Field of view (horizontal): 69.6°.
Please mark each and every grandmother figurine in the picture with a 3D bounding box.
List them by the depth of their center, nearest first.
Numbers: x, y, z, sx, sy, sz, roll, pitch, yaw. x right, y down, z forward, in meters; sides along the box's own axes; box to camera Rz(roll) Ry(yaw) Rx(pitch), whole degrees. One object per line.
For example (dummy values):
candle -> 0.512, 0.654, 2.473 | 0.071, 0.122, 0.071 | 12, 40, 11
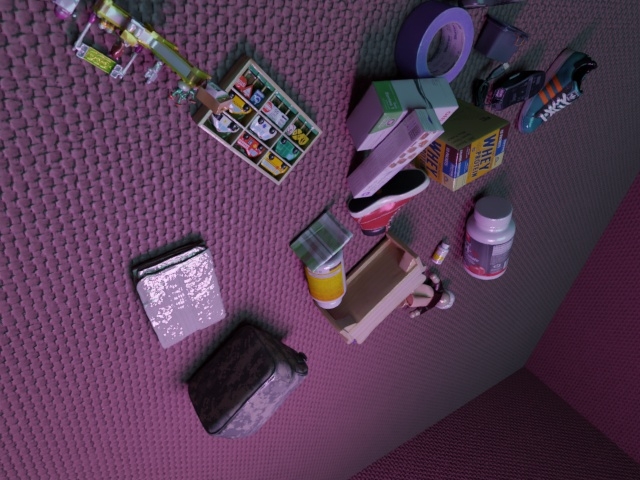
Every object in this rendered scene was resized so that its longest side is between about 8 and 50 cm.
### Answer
grandmother figurine -> 0.424, 0.228, 1.845 | 0.342, 0.104, 0.208 | 10, 124, -43

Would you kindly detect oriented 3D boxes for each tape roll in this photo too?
tape roll -> 0.279, -0.478, 1.129 | 0.188, 0.080, 0.189 | -23, 135, -25

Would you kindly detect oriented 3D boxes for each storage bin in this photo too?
storage bin -> 0.497, -0.544, 1.262 | 0.135, 0.098, 0.091 | -5, 136, -39

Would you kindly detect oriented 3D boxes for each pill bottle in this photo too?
pill bottle -> 0.016, 0.104, 1.359 | 0.117, 0.117, 0.215 | -29, 138, -20
pill bottle -> 0.461, 0.046, 1.763 | 0.043, 0.043, 0.083 | 3, 120, -43
pill bottle -> 0.648, -0.011, 1.774 | 0.176, 0.176, 0.319 | -31, 138, -18

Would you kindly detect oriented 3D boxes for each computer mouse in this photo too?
computer mouse -> 0.565, -0.480, 1.400 | 0.262, 0.060, 0.184 | -29, 143, -2

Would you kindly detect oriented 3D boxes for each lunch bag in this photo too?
lunch bag -> -0.200, 0.433, 1.374 | 0.305, 0.212, 0.256 | -47, 140, 3

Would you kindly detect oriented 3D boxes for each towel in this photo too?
towel -> -0.337, 0.139, 1.133 | 0.187, 0.049, 0.282 | -25, 137, -22
towel -> 0.000, 0.000, 1.261 | 0.152, 0.113, 0.023 | -43, 154, -4

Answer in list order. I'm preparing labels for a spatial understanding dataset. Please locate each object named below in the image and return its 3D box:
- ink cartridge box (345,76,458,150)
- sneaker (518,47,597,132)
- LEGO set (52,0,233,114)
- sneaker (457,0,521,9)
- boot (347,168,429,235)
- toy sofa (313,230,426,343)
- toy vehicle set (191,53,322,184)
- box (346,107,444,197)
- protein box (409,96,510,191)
ink cartridge box -> 0.197, -0.308, 1.121 | 0.219, 0.093, 0.160 | -12, 163, -24
sneaker -> 0.790, -0.486, 1.540 | 0.108, 0.121, 0.302 | 13, 114, -46
LEGO set -> -0.289, -0.285, 0.749 | 0.287, 0.132, 0.107 | 34, 104, -28
sneaker -> 0.431, -0.628, 1.120 | 0.267, 0.101, 0.106 | -27, 118, -39
boot -> 0.216, -0.104, 1.356 | 0.244, 0.088, 0.176 | -26, 143, 11
toy sofa -> 0.170, 0.161, 1.520 | 0.362, 0.150, 0.177 | -44, 146, -2
toy vehicle set -> -0.126, -0.249, 0.998 | 0.166, 0.035, 0.267 | -51, 141, 5
box -> 0.173, -0.207, 1.143 | 0.063, 0.067, 0.324 | -11, 162, -30
protein box -> 0.374, -0.275, 1.288 | 0.199, 0.201, 0.136 | -29, 137, -20
